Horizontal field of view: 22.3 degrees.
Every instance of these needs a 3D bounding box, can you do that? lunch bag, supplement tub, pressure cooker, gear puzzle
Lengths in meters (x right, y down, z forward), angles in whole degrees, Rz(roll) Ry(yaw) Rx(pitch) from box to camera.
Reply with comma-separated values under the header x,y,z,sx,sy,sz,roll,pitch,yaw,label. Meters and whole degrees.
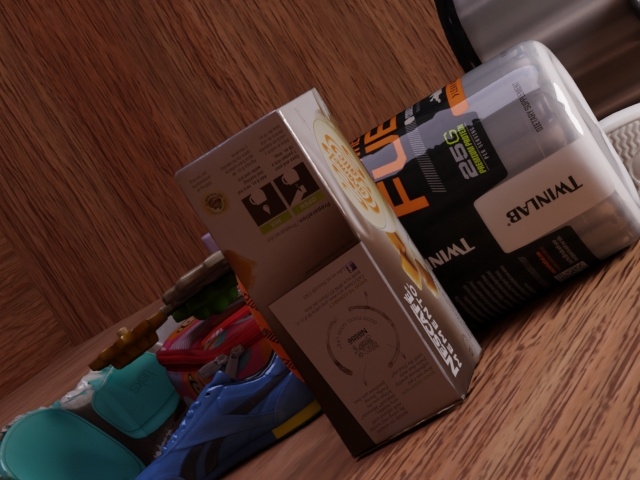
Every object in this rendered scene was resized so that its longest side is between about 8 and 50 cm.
x,y,z,sx,sy,sz,roll,pitch,yaw,label
-0.004,0.077,1.616,0.293,0.120,0.258,-34,9,-21,lunch bag
0.096,-0.013,1.371,0.316,0.193,0.193,-31,4,13,supplement tub
0.395,-0.351,1.995,0.376,0.369,0.420,7,-25,-45,pressure cooker
-0.071,0.030,1.530,0.339,0.044,0.175,-34,-5,-14,gear puzzle

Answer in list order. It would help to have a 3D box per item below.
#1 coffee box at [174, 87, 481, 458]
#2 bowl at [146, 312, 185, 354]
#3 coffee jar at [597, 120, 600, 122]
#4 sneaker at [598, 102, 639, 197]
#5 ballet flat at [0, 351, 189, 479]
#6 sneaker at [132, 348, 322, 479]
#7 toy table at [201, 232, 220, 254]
x,y,z,sx,sy,sz,roll,pitch,yaw,label
0.011,0.020,1.214,0.098,0.246,0.141,-31,3,16,coffee box
-0.142,0.134,1.934,0.142,0.142,0.053,-53,-22,-72,bowl
0.225,-0.052,1.661,0.184,0.079,0.096,-29,5,39,coffee jar
0.233,-0.074,1.522,0.256,0.094,0.151,-33,25,10,sneaker
-0.225,0.223,1.569,0.147,0.147,0.409,-30,2,18,ballet flat
-0.100,0.167,1.436,0.209,0.082,0.069,-33,6,-4,sneaker
0.000,0.000,2.095,0.274,0.160,0.252,-28,5,35,toy table
